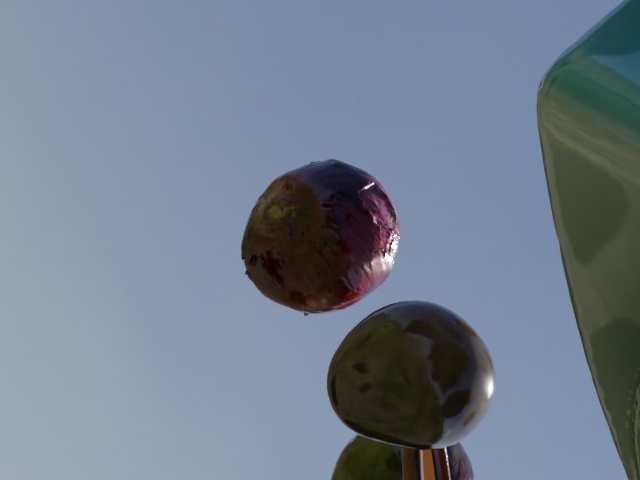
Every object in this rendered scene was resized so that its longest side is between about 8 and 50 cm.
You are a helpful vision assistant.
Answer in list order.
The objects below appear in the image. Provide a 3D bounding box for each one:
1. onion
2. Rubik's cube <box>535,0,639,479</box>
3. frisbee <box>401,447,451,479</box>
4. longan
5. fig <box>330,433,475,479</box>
[{"bbox_3d":[0.000,0.000,1.527,0.131,0.131,0.131,160,-90,-75],"label":"onion"},{"bbox_3d":[0.346,0.015,0.904,0.351,0.352,0.347,39,-23,50],"label":"Rubik's cube"},{"bbox_3d":[0.089,0.232,1.511,0.251,0.021,0.250,-6,90,-83],"label":"frisbee"},{"bbox_3d":[0.059,0.092,1.240,0.092,0.113,0.113,-90,174,-51],"label":"longan"},{"bbox_3d":[0.078,0.206,1.824,0.245,0.149,0.149,-91,171,-61],"label":"fig"}]
